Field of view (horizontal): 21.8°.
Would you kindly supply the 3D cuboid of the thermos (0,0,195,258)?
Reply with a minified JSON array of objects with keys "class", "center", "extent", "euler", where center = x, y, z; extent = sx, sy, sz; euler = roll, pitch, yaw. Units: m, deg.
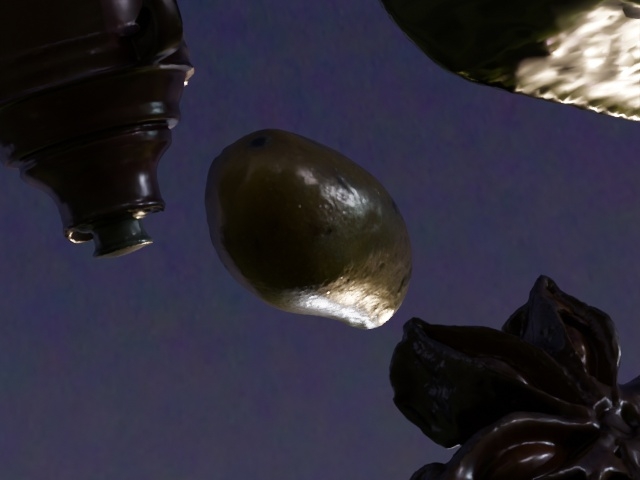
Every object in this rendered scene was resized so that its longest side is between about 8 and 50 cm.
[{"class":"thermos","center":[-0.102,-0.107,0.624],"extent":[0.099,0.232,0.124],"euler":[-14,-4,-41]}]

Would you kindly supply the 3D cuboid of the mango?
[{"class":"mango","center":[0.004,-0.006,1.849],"extent":[0.329,0.175,0.176],"euler":[24,-62,-42]}]

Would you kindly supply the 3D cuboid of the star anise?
[{"class":"star anise","center":[0.126,0.123,0.938],"extent":[0.220,0.214,0.099],"euler":[-31,-33,-45]}]

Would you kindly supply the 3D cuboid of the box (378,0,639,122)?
[{"class":"box","center":[0.132,-0.242,0.809],"extent":[0.111,0.396,0.396],"euler":[-30,-24,35]}]
